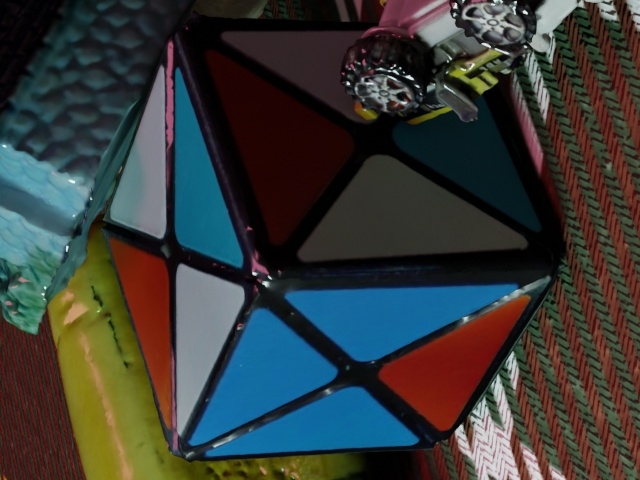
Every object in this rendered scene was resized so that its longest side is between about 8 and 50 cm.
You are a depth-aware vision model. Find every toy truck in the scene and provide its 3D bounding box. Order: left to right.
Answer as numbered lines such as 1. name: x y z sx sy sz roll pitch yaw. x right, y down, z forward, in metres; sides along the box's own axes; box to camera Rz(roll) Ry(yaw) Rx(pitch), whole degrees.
1. toy truck: 0.118 -0.165 1.314 0.286 0.111 0.136 -29 37 52

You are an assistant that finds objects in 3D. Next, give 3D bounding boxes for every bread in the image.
1. bread: -0.094 0.134 1.724 0.208 0.251 0.376 101 153 -65

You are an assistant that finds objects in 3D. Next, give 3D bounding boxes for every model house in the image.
1. model house: -0.266 -0.101 1.584 0.226 0.241 0.261 -56 8 53

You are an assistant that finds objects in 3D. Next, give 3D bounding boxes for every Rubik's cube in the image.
1. Rubik's cube: 0.000 0.000 1.486 0.246 0.248 0.250 117 142 -46

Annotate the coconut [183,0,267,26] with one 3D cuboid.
1. coconut: -0.155 -0.276 1.727 0.266 0.237 0.237 -24 -68 -78
